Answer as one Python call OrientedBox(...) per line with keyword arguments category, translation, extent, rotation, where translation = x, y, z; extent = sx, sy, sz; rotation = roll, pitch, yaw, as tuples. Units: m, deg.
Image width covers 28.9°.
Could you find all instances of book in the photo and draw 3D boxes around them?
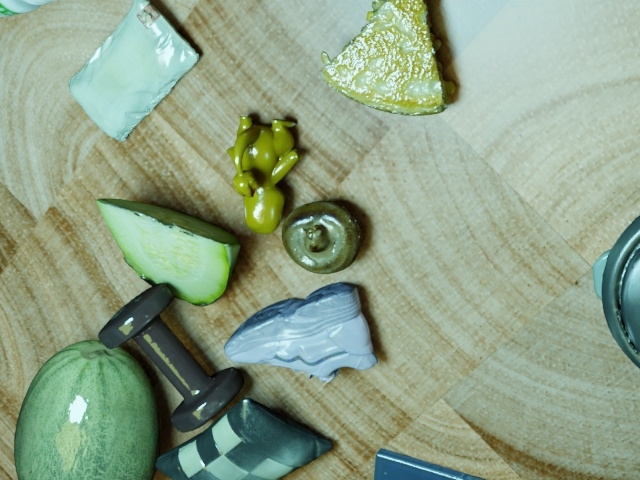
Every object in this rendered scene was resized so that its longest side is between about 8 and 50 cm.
OrientedBox(category="book", translation=(0.207, 0.445, 1.954), extent=(0.269, 0.025, 0.191), rotation=(13, 116, 21))

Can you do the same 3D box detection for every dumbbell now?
OrientedBox(category="dumbbell", translation=(-0.237, 0.187, 1.984), extent=(0.225, 0.124, 0.140), rotation=(51, 143, -8))

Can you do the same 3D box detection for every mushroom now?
OrientedBox(category="mushroom", translation=(0.002, -0.006, 1.823), extent=(0.126, 0.085, 0.109), rotation=(1, 147, 24))

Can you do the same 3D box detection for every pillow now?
OrientedBox(category="pillow", translation=(-0.287, -0.255, 1.877), extent=(0.128, 0.051, 0.229), rotation=(45, 125, -6))
OrientedBox(category="pillow", translation=(-0.125, 0.346, 2.017), extent=(0.186, 0.106, 0.250), rotation=(33, 127, -27))

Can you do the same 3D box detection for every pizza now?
OrientedBox(category="pizza", translation=(0.104, -0.270, 1.670), extent=(0.188, 0.062, 0.199), rotation=(19, 114, 4))

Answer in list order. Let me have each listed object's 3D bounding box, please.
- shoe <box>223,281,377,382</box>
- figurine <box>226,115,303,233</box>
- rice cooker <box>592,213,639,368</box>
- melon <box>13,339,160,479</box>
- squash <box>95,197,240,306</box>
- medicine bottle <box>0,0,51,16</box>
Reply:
OrientedBox(category="shoe", translation=(-0.029, 0.160, 1.905), extent=(0.245, 0.095, 0.138), rotation=(-22, 98, 26))
OrientedBox(category="figurine", translation=(-0.091, -0.089, 1.809), extent=(0.121, 0.122, 0.176), rotation=(5, 113, 22))
OrientedBox(category="rice cooker", translation=(0.479, 0.039, 1.472), extent=(0.316, 0.316, 0.264), rotation=(6, 115, 25))
OrientedBox(category="melon", translation=(-0.386, 0.324, 2.068), extent=(0.248, 0.248, 0.329), rotation=(17, 116, 20))
OrientedBox(category="squash", translation=(-0.223, 0.035, 1.915), extent=(0.237, 0.204, 0.155), rotation=(22, 99, 21))
OrientedBox(category="medicine bottle", translation=(-0.466, -0.403, 1.853), extent=(0.237, 0.139, 0.139), rotation=(-2, 111, 27))
